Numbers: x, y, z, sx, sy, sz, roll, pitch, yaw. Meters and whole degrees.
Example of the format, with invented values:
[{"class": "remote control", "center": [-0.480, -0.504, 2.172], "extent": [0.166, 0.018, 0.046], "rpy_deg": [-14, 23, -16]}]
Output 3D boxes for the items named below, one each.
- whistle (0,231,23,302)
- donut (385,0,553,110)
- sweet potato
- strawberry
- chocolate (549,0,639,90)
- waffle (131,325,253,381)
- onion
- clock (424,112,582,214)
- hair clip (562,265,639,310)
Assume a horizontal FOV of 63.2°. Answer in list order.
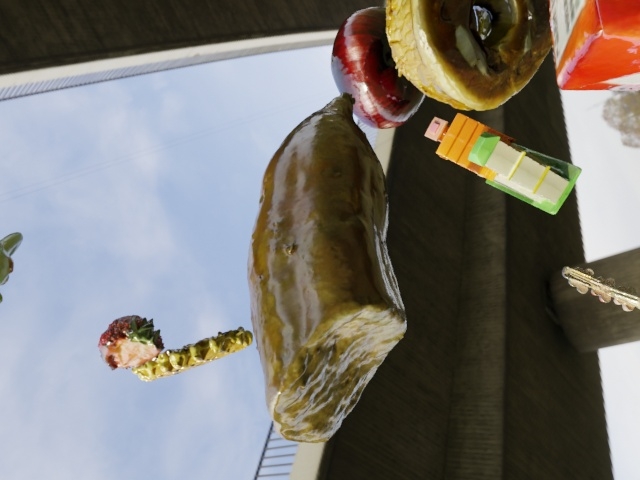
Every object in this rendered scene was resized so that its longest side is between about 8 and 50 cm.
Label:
[{"class": "whistle", "center": [-0.659, 0.070, 1.019], "extent": [0.141, 0.141, 0.294], "rpy_deg": [58, -161, -9]}, {"class": "donut", "center": [0.270, -0.387, 0.932], "extent": [0.330, 0.160, 0.329], "rpy_deg": [-1, -88, -24]}, {"class": "sweet potato", "center": [0.000, 0.000, 0.523], "extent": [0.158, 0.158, 0.369], "rpy_deg": [27, -134, -39]}, {"class": "strawberry", "center": [-0.427, 0.224, 1.173], "extent": [0.192, 0.140, 0.085], "rpy_deg": [88, 169, -58]}, {"class": "chocolate", "center": [0.419, -0.334, 0.552], "extent": [0.161, 0.341, 0.360], "rpy_deg": [79, -168, -77]}, {"class": "waffle", "center": [-0.322, 0.299, 1.374], "extent": [0.329, 0.329, 0.062], "rpy_deg": [-5, -109, -51]}, {"class": "onion", "center": [0.161, -0.393, 1.167], "extent": [0.273, 0.285, 0.273], "rpy_deg": [2, -92, -40]}, {"class": "clock", "center": [0.357, -0.176, 1.071], "extent": [0.255, 0.106, 0.220], "rpy_deg": [20, -166, -29]}, {"class": "hair clip", "center": [0.630, 0.110, 1.133], "extent": [0.062, 0.214, 0.056], "rpy_deg": [-63, -17, -12]}]
